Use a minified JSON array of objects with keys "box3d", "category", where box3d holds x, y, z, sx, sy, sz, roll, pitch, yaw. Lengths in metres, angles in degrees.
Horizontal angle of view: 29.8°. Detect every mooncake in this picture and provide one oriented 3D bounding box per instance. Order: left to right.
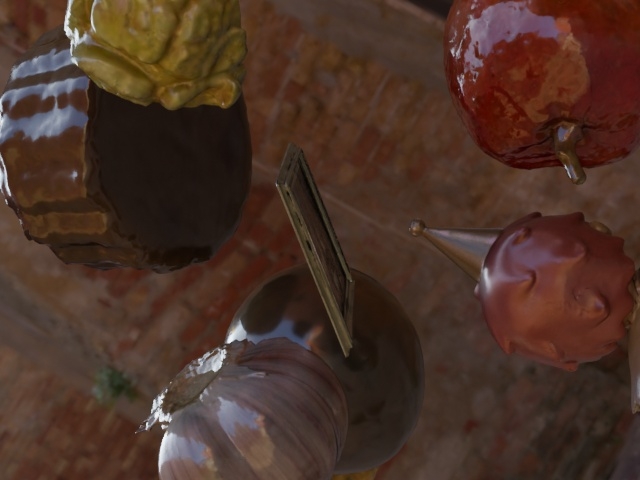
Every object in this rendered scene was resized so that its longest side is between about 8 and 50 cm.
[{"box3d":[-0.236,-0.118,1.456,0.187,0.324,0.324,-3,41,34],"category":"mooncake"}]

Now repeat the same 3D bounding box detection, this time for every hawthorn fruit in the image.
[{"box3d":[0.204,-0.146,1.013,0.253,0.205,0.205,-88,21,-47],"category":"hawthorn fruit"}]

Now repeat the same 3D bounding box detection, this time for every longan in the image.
[{"box3d":[0.002,0.156,1.454,0.258,0.258,0.258,-60,0,0],"category":"longan"}]

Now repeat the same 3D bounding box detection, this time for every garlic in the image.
[{"box3d":[-0.095,0.214,1.222,0.257,0.207,0.207,-64,-2,40],"category":"garlic"}]

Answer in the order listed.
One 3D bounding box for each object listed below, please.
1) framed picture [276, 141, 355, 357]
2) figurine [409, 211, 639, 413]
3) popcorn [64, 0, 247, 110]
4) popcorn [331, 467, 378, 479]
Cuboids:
[{"box3d":[0.000,0.000,0.953,0.011,0.142,0.183,-21,12,6],"category":"framed picture"},{"box3d":[0.272,0.054,1.187,0.166,0.387,0.207,-30,-52,-66],"category":"figurine"},{"box3d":[-0.153,-0.216,1.127,0.187,0.167,0.185,-106,21,-49],"category":"popcorn"},{"box3d":[-0.015,0.333,1.860,0.253,0.190,0.191,-55,-28,-19],"category":"popcorn"}]
